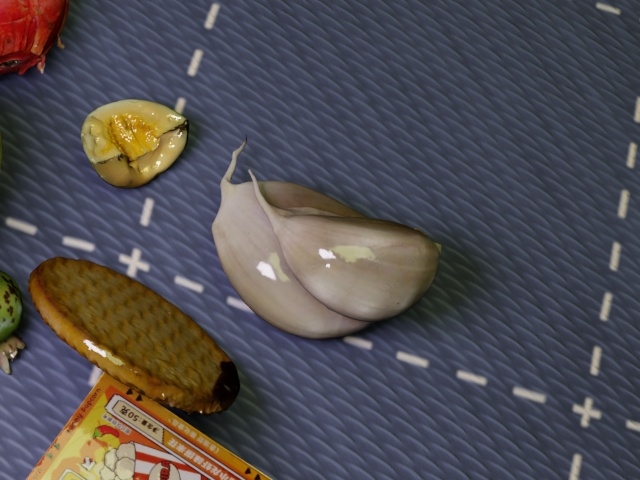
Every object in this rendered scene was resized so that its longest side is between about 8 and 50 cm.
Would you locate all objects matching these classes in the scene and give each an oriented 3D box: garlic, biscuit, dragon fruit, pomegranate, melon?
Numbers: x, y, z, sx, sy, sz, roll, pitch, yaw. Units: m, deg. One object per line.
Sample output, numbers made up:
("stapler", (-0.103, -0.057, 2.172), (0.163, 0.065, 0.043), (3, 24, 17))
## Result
("garlic", (0.000, 0.000, 1.991), (0.340, 0.231, 0.246), (33, 65, -5))
("biscuit", (-0.243, 0.124, 1.857), (0.318, 0.318, 0.040), (35, 101, 2))
("dragon fruit", (-0.479, -0.357, 2.022), (0.241, 0.241, 0.252), (-3, 55, -16))
("pomegranate", (-0.448, 0.107, 1.900), (0.122, 0.122, 0.161), (-43, 121, -26))
("melon", (-0.279, -0.144, 2.069), (0.160, 0.079, 0.128), (-28, 59, -23))

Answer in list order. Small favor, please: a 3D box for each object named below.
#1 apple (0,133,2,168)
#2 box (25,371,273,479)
("apple", (-0.566, -0.097, 1.775), (0.374, 0.384, 0.374), (7, 78, -35))
("box", (-0.235, 0.362, 1.780), (0.283, 0.214, 0.259), (34, 65, 1))
